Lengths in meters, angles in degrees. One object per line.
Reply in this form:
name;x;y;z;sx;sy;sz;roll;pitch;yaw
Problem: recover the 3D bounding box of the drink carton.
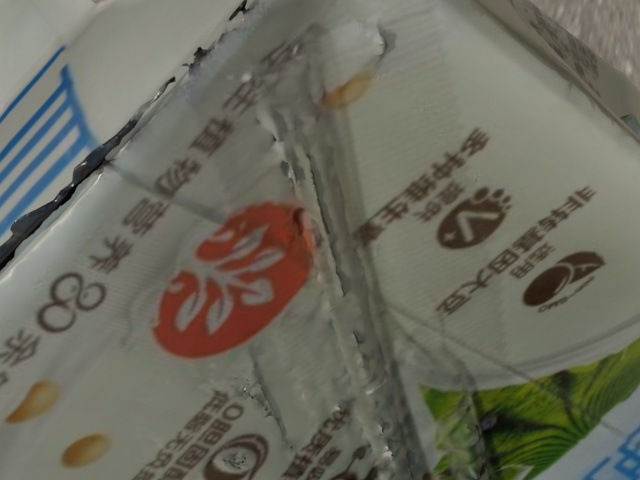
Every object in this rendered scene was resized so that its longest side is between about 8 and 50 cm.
drink carton;0.000;0.000;0.601;0.194;0.324;0.132;-44;52;13
